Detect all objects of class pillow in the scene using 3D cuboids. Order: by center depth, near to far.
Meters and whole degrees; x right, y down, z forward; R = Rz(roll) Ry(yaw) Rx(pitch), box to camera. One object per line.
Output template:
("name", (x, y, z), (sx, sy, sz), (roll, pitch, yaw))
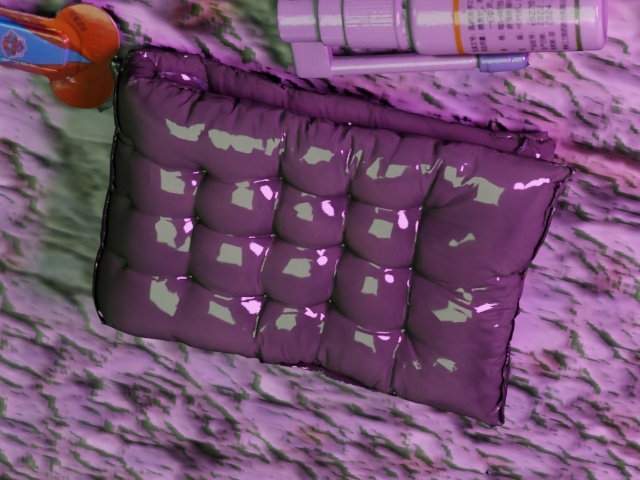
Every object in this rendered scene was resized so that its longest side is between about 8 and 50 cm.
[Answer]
("pillow", (0.000, 0.000, 1.393), (0.326, 0.101, 0.228), (12, 120, 1))

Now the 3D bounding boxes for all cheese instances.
("cheese", (-0.265, -0.154, 1.380), (0.256, 0.037, 0.106), (13, 125, 0))

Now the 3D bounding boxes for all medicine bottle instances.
("medicine bottle", (0.084, -0.146, 1.308), (0.221, 0.061, 0.092), (0, 141, 12))
